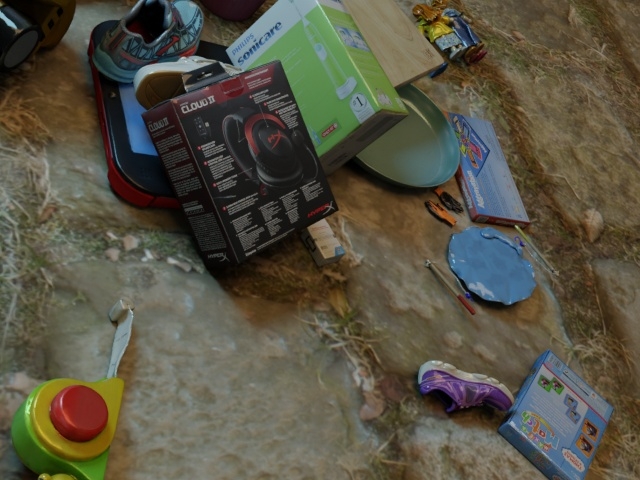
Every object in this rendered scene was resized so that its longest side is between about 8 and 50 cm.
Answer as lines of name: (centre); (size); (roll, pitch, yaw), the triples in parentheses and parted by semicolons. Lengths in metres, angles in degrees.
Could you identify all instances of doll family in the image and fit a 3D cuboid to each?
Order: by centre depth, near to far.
doll family: (0.298, -0.498, 1.977); (0.263, 0.118, 0.163); (-26, 72, -42)

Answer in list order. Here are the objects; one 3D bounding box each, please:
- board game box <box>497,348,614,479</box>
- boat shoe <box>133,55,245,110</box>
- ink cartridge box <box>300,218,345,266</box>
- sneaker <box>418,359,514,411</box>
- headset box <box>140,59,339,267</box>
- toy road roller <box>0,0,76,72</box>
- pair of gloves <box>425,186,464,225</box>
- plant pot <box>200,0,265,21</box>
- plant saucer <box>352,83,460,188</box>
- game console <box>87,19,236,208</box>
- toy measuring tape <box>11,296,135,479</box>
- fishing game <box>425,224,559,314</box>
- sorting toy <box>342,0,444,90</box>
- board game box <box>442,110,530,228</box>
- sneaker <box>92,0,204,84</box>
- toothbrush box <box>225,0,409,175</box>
board game box: (0.414, 0.311, 1.471); (0.160, 0.039, 0.211); (43, 44, 4)
boat shoe: (-0.212, -0.261, 1.410); (0.277, 0.098, 0.096); (-3, 49, -53)
ink cartridge box: (0.000, 0.000, 1.457); (0.048, 0.028, 0.083); (-13, 64, -39)
sneaker: (0.237, 0.256, 1.397); (0.170, 0.068, 0.071); (18, 63, -9)
headset box: (-0.127, -0.135, 1.322); (0.218, 0.110, 0.293); (-30, 103, -35)
toy road roller: (-0.460, -0.427, 1.314); (0.202, 0.329, 0.240); (39, 8, -2)
pair of gloves: (0.247, -0.068, 1.683); (0.074, 0.010, 0.083); (39, 42, 1)
plant pot: (-0.156, -0.546, 1.679); (0.201, 0.180, 0.201); (18, 48, -20)
plant saucer: (0.140, -0.225, 1.716); (0.318, 0.043, 0.317); (17, 49, -20)
game console: (-0.219, -0.213, 1.464); (0.342, 0.060, 0.386); (3, 55, -31)
toy measuring tape: (-0.311, 0.183, 1.061); (0.121, 0.121, 0.330); (20, 40, -19)
fishing game: (0.325, 0.050, 1.622); (0.264, 0.041, 0.189); (-23, 63, -36)
sorting toy: (0.073, -0.390, 1.695); (0.255, 0.089, 0.257); (-31, 79, -37)
board game box: (0.344, -0.153, 1.800); (0.145, 0.027, 0.281); (8, 52, -29)
sneaker: (-0.265, -0.357, 1.421); (0.104, 0.125, 0.262); (40, 43, -2)
toothbrush box: (-0.008, -0.286, 1.516); (0.122, 0.206, 0.283); (-9, 66, -59)
